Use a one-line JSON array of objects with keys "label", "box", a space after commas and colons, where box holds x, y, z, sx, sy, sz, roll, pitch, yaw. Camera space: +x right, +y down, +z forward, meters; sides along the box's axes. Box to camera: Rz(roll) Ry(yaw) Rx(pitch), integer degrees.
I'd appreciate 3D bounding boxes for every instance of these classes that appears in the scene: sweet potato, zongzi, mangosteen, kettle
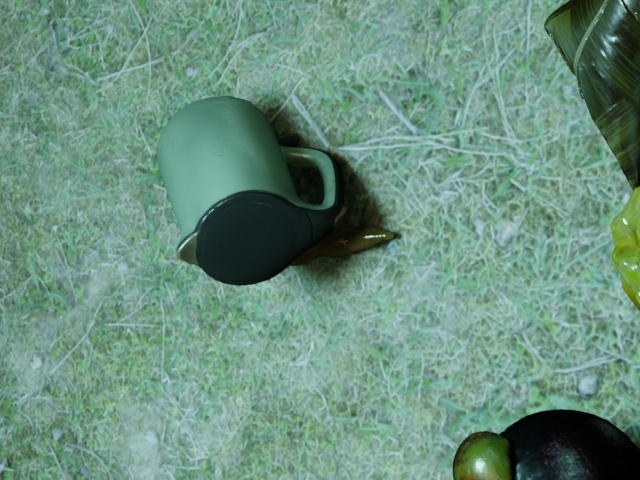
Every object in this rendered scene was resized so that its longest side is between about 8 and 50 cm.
[{"label": "sweet potato", "box": [-0.001, -0.005, 2.175, 0.226, 0.068, 0.068, -11, 79, 29]}, {"label": "zongzi", "box": [0.371, -0.213, 1.814, 0.247, 0.111, 0.241, -50, 54, 55]}, {"label": "mangosteen", "box": [0.246, 0.323, 1.786, 0.233, 0.288, 0.287, 25, 102, 42]}, {"label": "kettle", "box": [-0.088, -0.068, 2.145, 0.255, 0.240, 0.165, -114, 15, -57]}]

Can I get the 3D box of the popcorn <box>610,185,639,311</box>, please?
[{"label": "popcorn", "box": [0.417, 0.023, 1.738, 0.212, 0.259, 0.259, -18, 73, 12]}]
